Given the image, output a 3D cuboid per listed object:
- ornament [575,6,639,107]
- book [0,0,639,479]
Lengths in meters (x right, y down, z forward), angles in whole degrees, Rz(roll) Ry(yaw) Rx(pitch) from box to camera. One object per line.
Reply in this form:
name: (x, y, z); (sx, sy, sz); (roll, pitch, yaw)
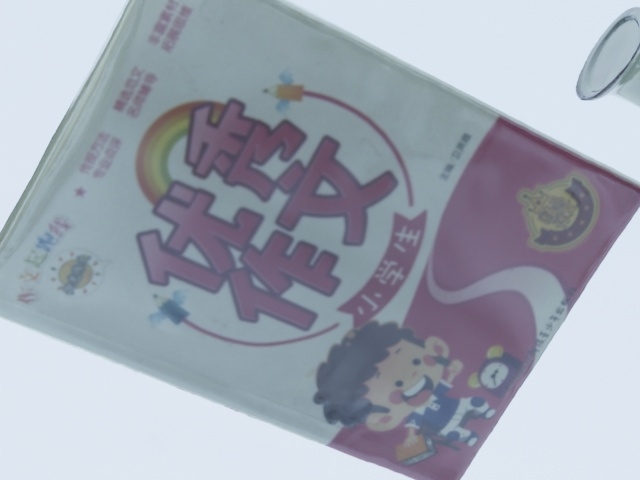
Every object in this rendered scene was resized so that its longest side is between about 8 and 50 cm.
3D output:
ornament: (0.255, -0.089, 1.069); (0.156, 0.075, 0.081); (30, 178, -21)
book: (0.000, 0.000, 0.634); (0.231, 0.022, 0.162); (24, 106, -24)
